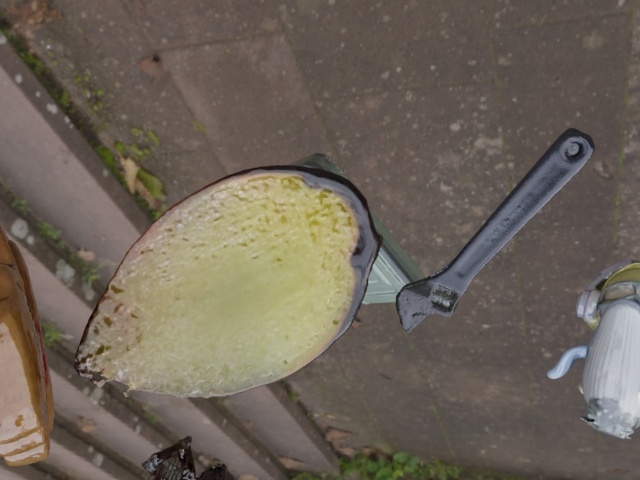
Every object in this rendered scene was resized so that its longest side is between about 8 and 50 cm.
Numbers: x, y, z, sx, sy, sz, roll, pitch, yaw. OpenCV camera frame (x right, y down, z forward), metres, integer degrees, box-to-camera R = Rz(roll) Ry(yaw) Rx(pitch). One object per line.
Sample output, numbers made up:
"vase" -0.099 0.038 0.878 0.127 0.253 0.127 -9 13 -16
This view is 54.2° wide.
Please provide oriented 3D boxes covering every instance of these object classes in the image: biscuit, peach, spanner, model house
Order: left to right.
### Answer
"biscuit" -0.261 0.082 0.530 0.047 0.201 0.334 -12 -176 -25
"model house" -0.170 0.376 0.887 0.141 0.164 0.203 -10 124 35
"peach" -0.078 0.040 0.549 0.188 0.280 0.068 70 166 -13
"spanner" 0.128 -0.002 0.483 0.046 0.012 0.208 48 116 21

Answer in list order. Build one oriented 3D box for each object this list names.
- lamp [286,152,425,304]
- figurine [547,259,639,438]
"lamp" 0.000 0.000 0.991 0.269 0.047 0.267 50 149 -19
"figurine" 0.323 0.117 0.650 0.129 0.183 0.208 14 156 35
